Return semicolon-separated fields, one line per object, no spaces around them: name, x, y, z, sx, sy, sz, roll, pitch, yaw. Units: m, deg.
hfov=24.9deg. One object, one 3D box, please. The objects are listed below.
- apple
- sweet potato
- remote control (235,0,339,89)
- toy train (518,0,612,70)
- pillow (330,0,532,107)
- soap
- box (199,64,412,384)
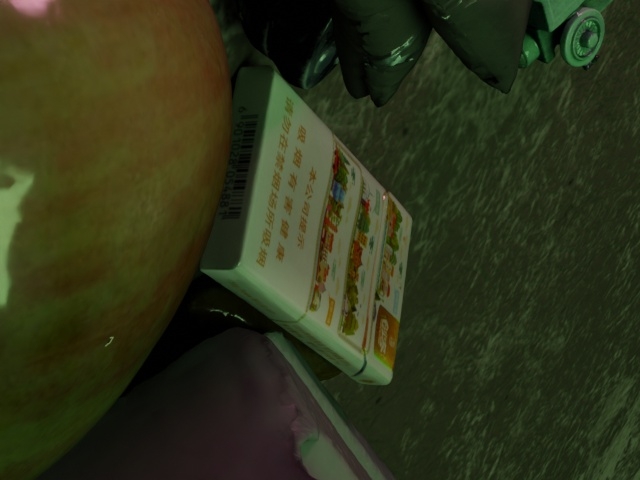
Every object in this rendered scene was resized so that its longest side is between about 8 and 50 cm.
apple;-0.158;-0.033;0.474;0.234;0.256;0.257;-53;160;-58
sweet potato;-0.029;0.063;0.918;0.054;0.053;0.182;-25;158;27
remote control;0.052;-0.190;0.788;0.266;0.066;0.090;-47;175;-22
toy train;0.175;-0.187;0.952;0.172;0.070;0.099;-45;137;-19
pillow;0.004;-0.213;0.583;0.326;0.101;0.228;32;61;-60
soap;-0.015;0.262;0.838;0.213;0.350;0.435;-28;146;1
box;-0.001;0.000;0.862;0.220;0.032;0.122;42;52;-58
